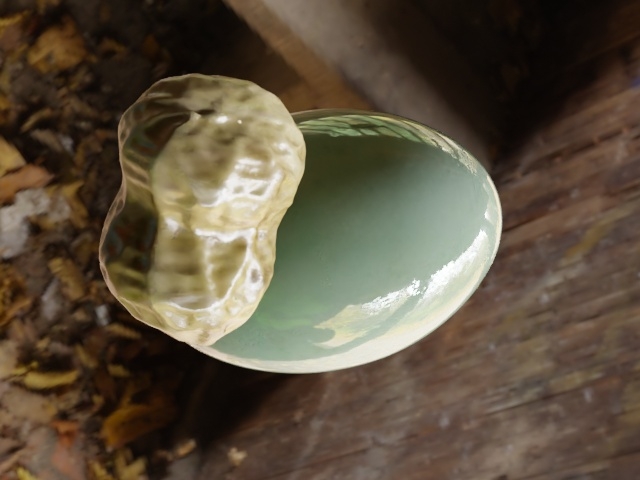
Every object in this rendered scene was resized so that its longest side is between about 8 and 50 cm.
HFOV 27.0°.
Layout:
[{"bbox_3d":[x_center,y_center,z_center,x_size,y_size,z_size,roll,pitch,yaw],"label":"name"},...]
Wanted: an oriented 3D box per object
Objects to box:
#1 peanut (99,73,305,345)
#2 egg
[{"bbox_3d":[-0.099,-0.025,1.146,0.197,0.110,0.233,5,103,-48],"label":"peanut"},{"bbox_3d":[0.000,0.000,1.413,0.276,0.389,0.276,167,-90,-88],"label":"egg"}]
